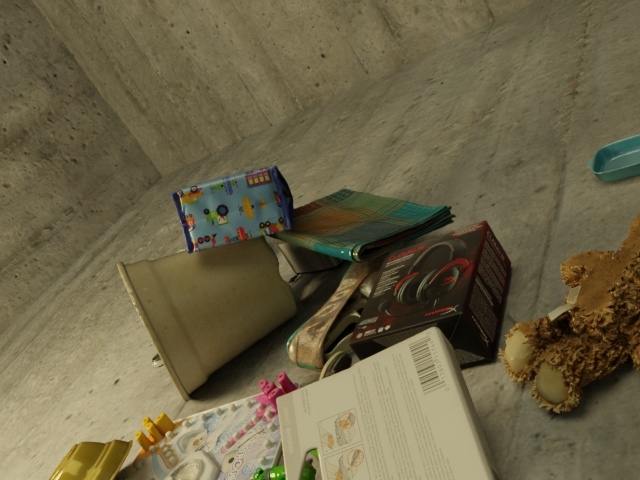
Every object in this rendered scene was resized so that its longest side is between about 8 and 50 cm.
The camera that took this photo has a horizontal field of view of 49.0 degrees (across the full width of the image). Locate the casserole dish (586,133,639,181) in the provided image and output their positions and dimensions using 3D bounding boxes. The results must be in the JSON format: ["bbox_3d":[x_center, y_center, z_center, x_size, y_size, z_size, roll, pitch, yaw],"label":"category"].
[{"bbox_3d":[0.600,-0.159,1.319,0.188,0.037,0.114,-16,27,36],"label":"casserole dish"}]

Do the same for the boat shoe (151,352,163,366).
[{"bbox_3d":[-0.374,0.264,1.785,0.142,0.040,0.049,-38,22,-12],"label":"boat shoe"}]

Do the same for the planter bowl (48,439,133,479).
[{"bbox_3d":[-0.457,0.450,1.328,0.217,0.090,0.217,-52,9,12],"label":"planter bowl"}]

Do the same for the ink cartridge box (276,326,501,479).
[{"bbox_3d":[0.084,0.288,0.906,0.261,0.066,0.296,-26,43,14],"label":"ink cartridge box"}]

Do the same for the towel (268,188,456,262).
[{"bbox_3d":[0.063,-0.043,1.508,0.272,0.040,0.370,-23,23,-31],"label":"towel"}]

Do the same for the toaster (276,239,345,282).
[{"bbox_3d":[0.000,0.000,1.729,0.168,0.110,0.185,-12,30,45],"label":"toaster"}]

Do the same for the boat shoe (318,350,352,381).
[{"bbox_3d":[0.021,0.260,1.221,0.049,0.056,0.152,-3,46,45],"label":"boat shoe"}]

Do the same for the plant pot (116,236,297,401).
[{"bbox_3d":[-0.232,0.131,1.546,0.306,0.333,0.334,-27,19,-13],"label":"plant pot"}]

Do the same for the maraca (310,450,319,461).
[{"bbox_3d":[0.036,0.294,1.047,0.127,0.099,0.186,-10,3,-36],"label":"maraca"}]

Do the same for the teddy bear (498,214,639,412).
[{"bbox_3d":[0.404,0.102,0.970,0.338,0.113,0.245,-47,17,-14],"label":"teddy bear"}]

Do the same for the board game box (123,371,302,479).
[{"bbox_3d":[-0.245,0.421,1.247,0.390,0.050,0.390,-23,23,26],"label":"board game box"}]

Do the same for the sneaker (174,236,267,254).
[{"bbox_3d":[-0.275,0.027,2.052,0.319,0.127,0.208,5,44,45],"label":"sneaker"}]

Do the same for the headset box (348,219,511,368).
[{"bbox_3d":[0.201,0.097,1.228,0.218,0.110,0.293,-20,24,34],"label":"headset box"}]

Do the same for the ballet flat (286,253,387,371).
[{"bbox_3d":[0.068,0.139,1.377,0.106,0.107,0.316,19,58,40],"label":"ballet flat"}]

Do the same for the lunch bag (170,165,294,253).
[{"bbox_3d":[-0.177,-0.080,1.549,0.221,0.138,0.293,-14,7,2],"label":"lunch bag"}]

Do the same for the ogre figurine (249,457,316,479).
[{"bbox_3d":[-0.055,0.389,0.986,0.118,0.097,0.197,-37,7,23],"label":"ogre figurine"}]
